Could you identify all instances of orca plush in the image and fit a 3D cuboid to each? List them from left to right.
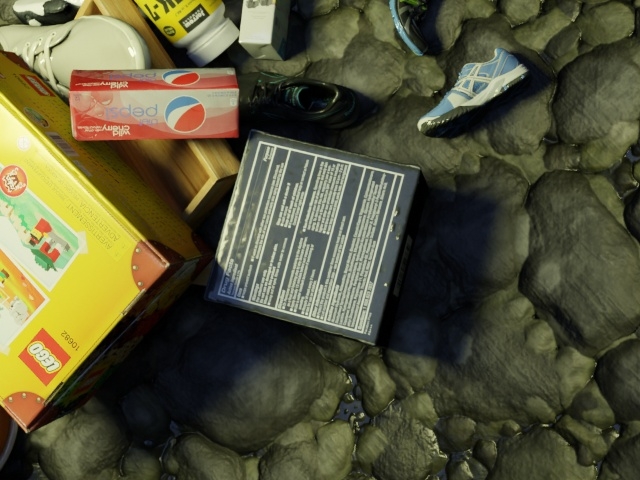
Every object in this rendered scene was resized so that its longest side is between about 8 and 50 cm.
[{"bbox_3d":[-0.421,-0.441,1.928,0.287,0.102,0.151,-24,34,-2],"label":"orca plush"}]

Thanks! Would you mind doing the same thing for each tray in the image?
[{"bbox_3d":[-0.307,-0.224,1.816,0.411,0.076,0.203,55,135,11],"label":"tray"}]

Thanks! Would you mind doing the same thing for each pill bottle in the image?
[{"bbox_3d":[-0.244,-0.416,1.817,0.119,0.119,0.208,-39,109,5],"label":"pill bottle"}]

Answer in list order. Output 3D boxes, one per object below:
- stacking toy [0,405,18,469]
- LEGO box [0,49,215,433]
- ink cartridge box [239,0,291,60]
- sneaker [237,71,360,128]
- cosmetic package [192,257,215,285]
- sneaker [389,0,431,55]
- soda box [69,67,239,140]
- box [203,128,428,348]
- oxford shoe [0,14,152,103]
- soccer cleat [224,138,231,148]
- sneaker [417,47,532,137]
[{"bbox_3d":[-0.685,0.309,1.649,0.350,0.480,0.351,0,89,-9],"label":"stacking toy"},{"bbox_3d":[-0.485,-0.009,1.672,0.500,0.193,0.372,45,105,7],"label":"LEGO box"},{"bbox_3d":[-0.094,-0.421,1.831,0.061,0.104,0.181,5,84,11],"label":"ink cartridge box"},{"bbox_3d":[-0.066,-0.255,1.808,0.267,0.106,0.101,4,86,13],"label":"sneaker"},{"bbox_3d":[-0.228,0.048,1.836,0.115,0.041,0.060,7,85,12],"label":"cosmetic package"},{"bbox_3d":[0.162,-0.414,1.798,0.078,0.067,0.188,-12,78,16],"label":"sneaker"},{"bbox_3d":[-0.262,-0.217,1.643,0.263,0.083,0.092,-3,124,-9],"label":"soda box"},{"bbox_3d":[0.000,0.000,1.724,0.294,0.183,0.296,15,85,11],"label":"box"},{"bbox_3d":[-0.460,-0.302,1.789,0.449,0.130,0.169,11,111,39],"label":"oxford shoe"},{"bbox_3d":[-0.222,-0.223,1.856,0.196,0.068,0.076,42,90,16],"label":"soccer cleat"},{"bbox_3d":[0.253,-0.248,1.762,0.211,0.080,0.081,-31,72,-3],"label":"sneaker"}]
